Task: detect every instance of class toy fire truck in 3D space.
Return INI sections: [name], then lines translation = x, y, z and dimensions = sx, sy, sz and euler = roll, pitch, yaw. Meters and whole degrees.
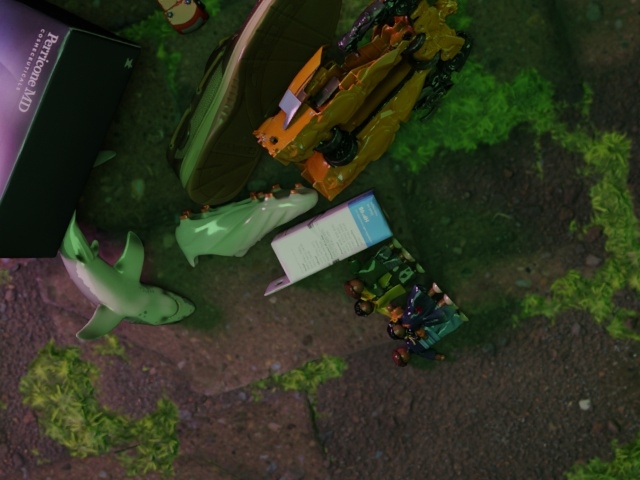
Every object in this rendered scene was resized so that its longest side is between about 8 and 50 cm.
[toy fire truck]
translation = -0.213, -0.341, 1.832
dimensions = 0.047, 0.135, 0.192
euler = -34, 95, 7

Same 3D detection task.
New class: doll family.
[doll family]
translation = 0.103, 0.087, 1.908
dimensions = 0.111, 0.076, 0.193
euler = -42, 97, 3

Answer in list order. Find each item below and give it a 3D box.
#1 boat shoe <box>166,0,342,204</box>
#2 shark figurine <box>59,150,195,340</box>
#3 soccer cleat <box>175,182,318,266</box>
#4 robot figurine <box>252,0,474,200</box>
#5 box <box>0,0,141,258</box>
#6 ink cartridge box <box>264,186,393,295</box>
[boat shoe]
translation = -0.096, -0.213, 1.847
dimensions = 0.123, 0.123, 0.342
euler = 8, 118, -42
[shark figurine]
translation = -0.301, 0.018, 1.910
dimensions = 0.166, 0.116, 0.278
euler = -36, 105, -27
[soccer cleat]
translation = -0.091, -0.021, 1.909
dimensions = 0.196, 0.068, 0.076
euler = -15, 102, 12
[robot figurine]
translation = 0.059, -0.197, 1.828
dimensions = 0.291, 0.211, 0.085
euler = -48, 52, 4
[box]
translation = -0.426, -0.170, 1.803
dimensions = 0.294, 0.183, 0.296
euler = 26, 99, 19
[ink cartridge box]
translation = 0.000, 0.000, 1.884
dimensions = 0.180, 0.104, 0.060
euler = -25, 96, 6
